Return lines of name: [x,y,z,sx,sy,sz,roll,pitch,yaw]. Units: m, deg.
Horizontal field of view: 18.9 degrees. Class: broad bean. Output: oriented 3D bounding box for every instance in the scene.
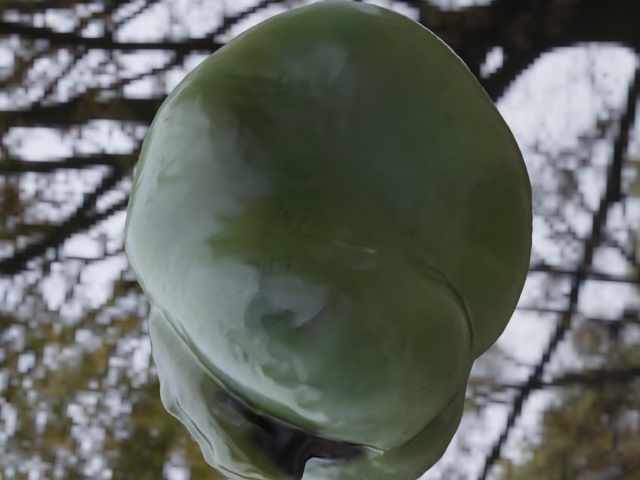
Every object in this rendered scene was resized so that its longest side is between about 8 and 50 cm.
broad bean: [0.000,0.000,0.783,0.100,0.169,0.228,91,-164,-52]
